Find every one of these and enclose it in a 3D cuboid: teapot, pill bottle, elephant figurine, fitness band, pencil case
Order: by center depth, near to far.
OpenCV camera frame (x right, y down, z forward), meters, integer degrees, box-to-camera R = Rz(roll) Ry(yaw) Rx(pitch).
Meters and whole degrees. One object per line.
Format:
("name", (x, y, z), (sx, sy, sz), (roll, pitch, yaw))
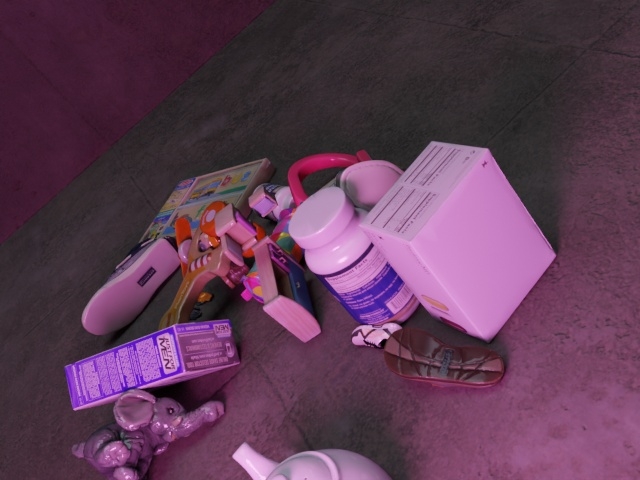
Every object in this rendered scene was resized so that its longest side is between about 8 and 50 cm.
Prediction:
("teapot", (-0.007, 0.400, 1.123), (0.256, 0.187, 0.253), (-24, 34, 24))
("pill bottle", (0.066, 0.035, 1.443), (0.153, 0.265, 0.153), (-28, 32, 19))
("elephant figurine", (-0.348, 0.383, 1.580), (0.239, 0.186, 0.169), (-51, 5, -30))
("pencil case", (-0.096, 0.035, 1.793), (0.104, 0.104, 0.236), (-8, 41, 43))
("fitness band", (0.031, -0.138, 1.849), (0.208, 0.054, 0.291), (-16, 31, -3))
("pill bottle", (-0.096, -0.093, 1.962), (0.094, 0.094, 0.169), (-51, 32, -18))

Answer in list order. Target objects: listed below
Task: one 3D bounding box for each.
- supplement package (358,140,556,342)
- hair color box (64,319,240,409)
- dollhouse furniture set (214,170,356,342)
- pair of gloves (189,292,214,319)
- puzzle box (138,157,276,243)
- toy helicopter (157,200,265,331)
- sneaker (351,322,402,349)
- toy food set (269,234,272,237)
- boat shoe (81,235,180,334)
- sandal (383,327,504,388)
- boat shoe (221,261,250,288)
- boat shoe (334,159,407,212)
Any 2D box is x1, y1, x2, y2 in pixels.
("supplement package", (0.233, 0.002, 1.302), (0.204, 0.262, 0.145), (-49, 30, -13))
("hair color box", (-0.365, 0.268, 1.684), (0.338, 0.185, 0.110), (-20, 78, 29))
("dollhouse furniture set", (0.000, 0.000, 1.557), (0.303, 0.286, 0.198), (-36, 38, 14))
("pair of gloves", (-0.307, 0.163, 1.945), (0.074, 0.010, 0.083), (-3, 47, 46))
("puzzle box", (-0.336, -0.100, 2.284), (0.408, 0.052, 0.272), (-10, 41, 41))
("toy helicopter", (-0.297, 0.071, 1.838), (0.235, 0.140, 0.355), (11, 73, 51))
("sneaker", (0.099, 0.181, 1.438), (0.109, 0.040, 0.044), (-15, 40, 37))
("toy food set", (-0.104, 0.010, 1.909), (0.082, 0.020, 0.083), (-17, 37, 34))
("boat shoe", (-0.534, 0.123, 2.163), (0.340, 0.127, 0.158), (-44, 23, -22))
("sandal", (0.202, 0.203, 1.284), (0.219, 0.060, 0.090), (5, 57, 33))
("boat shoe", (-0.231, 0.047, 1.956), (0.073, 0.073, 0.207), (-46, 38, 1))
("boat shoe", (0.142, -0.096, 1.540), (0.091, 0.305, 0.109), (8, 93, 53))
